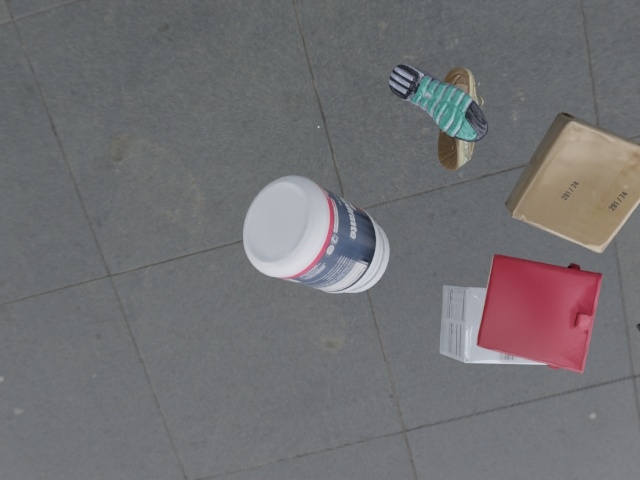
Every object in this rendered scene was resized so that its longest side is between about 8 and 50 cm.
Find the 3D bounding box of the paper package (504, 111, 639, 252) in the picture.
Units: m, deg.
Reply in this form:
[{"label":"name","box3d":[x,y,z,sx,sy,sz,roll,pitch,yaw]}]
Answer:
[{"label":"paper package","box3d":[0.774,-0.170,1.433,0.309,0.168,0.325,24,116,5]}]

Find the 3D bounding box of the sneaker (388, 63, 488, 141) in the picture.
[{"label":"sneaker","box3d":[0.246,-0.283,0.957,0.223,0.098,0.083,41,129,12]}]

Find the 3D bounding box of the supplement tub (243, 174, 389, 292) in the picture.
[{"label":"supplement tub","box3d":[0.000,0.000,0.956,0.272,0.191,0.191,22,107,-51]}]

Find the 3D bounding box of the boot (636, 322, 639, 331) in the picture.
[{"label":"boot","box3d":[1.015,0.227,1.301,0.207,0.246,0.094,-40,97,10]}]

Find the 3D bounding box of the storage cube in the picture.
[{"label":"storage cube","box3d":[0.434,0.140,0.984,0.193,0.183,0.215,12,91,20]}]

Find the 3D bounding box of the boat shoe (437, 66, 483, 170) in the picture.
[{"label":"boat shoe","box3d":[0.382,-0.336,1.323,0.089,0.104,0.285,-27,134,-27]}]

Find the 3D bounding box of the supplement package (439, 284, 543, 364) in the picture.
[{"label":"supplement package","box3d":[0.491,0.235,1.362,0.261,0.145,0.204,5,86,-12]}]
